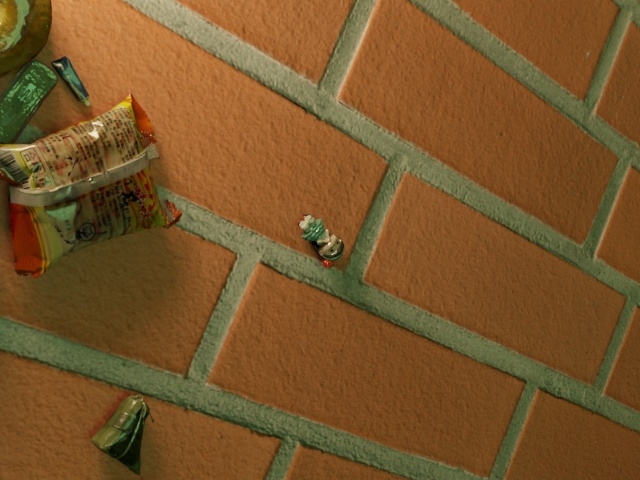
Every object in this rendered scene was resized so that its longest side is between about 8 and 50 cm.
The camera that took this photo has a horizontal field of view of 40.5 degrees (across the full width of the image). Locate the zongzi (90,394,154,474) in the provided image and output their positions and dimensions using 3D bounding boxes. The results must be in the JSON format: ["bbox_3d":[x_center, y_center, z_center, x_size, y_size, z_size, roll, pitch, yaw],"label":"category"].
[{"bbox_3d":[-0.309,0.324,1.454,0.109,0.055,0.119,-53,132,-16],"label":"zongzi"}]

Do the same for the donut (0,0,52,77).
[{"bbox_3d":[-0.497,-0.324,1.174,0.261,0.128,0.209,21,89,-33],"label":"donut"}]

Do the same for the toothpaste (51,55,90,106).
[{"bbox_3d":[-0.379,-0.242,1.328,0.027,0.019,0.083,-29,114,1],"label":"toothpaste"}]

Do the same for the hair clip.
[{"bbox_3d":[-0.446,-0.204,1.289,0.054,0.022,0.137,37,78,-31],"label":"hair clip"}]

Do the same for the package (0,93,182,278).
[{"bbox_3d":[-0.356,-0.078,1.320,0.288,0.108,0.223,-26,113,-29],"label":"package"}]

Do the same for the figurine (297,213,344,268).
[{"bbox_3d":[0.000,0.000,1.594,0.106,0.047,0.060,47,65,-27],"label":"figurine"}]
